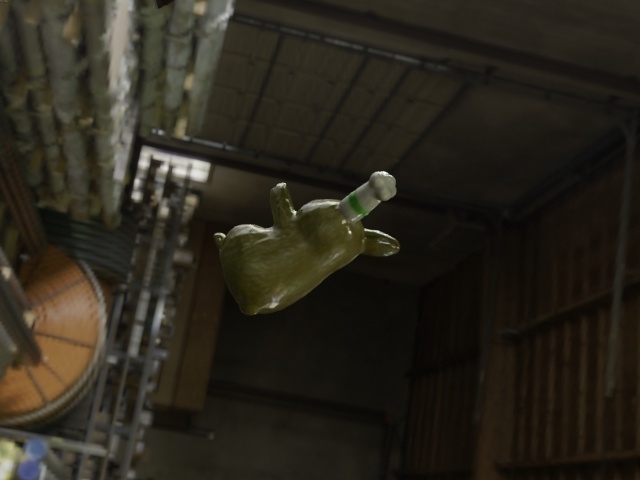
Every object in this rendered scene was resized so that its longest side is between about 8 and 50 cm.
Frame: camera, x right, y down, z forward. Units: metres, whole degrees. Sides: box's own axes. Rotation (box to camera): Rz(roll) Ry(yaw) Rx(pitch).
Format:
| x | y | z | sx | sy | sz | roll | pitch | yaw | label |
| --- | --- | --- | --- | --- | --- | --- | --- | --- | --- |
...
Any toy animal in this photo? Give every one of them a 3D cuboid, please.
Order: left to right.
| x | y | z | sx | sy | sz | roll | pitch | yaw | label |
| --- | --- | --- | --- | --- | --- | --- | --- | --- | --- |
| -0.010 | -0.006 | 1.823 | 0.181 | 0.363 | 0.180 | 53 | 8 | -36 | toy animal |

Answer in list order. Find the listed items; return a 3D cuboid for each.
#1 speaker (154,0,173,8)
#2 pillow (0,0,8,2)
| x | y | z | sx | sy | sz | roll | pitch | yaw | label |
| --- | --- | --- | --- | --- | --- | --- | --- | --- | --- |
| -0.248 | -0.439 | 1.207 | 0.259 | 0.329 | 0.198 | -32 | -159 | 27 | speaker |
| -0.643 | -0.430 | 1.601 | 0.310 | 0.283 | 0.138 | -27 | 118 | -58 | pillow |
